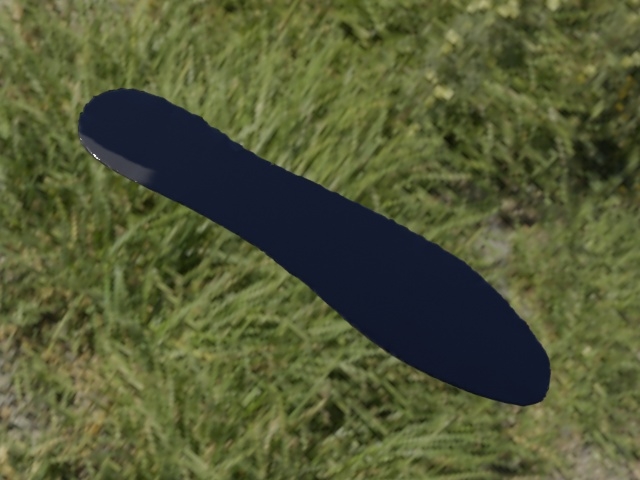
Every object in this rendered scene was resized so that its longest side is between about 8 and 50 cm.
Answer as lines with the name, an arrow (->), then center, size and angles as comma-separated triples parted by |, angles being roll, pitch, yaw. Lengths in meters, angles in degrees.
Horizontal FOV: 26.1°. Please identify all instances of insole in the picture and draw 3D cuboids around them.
insole -> 0.000, 0.000, 0.646 | 0.253, 0.005, 0.086 | 32, 39, 0
